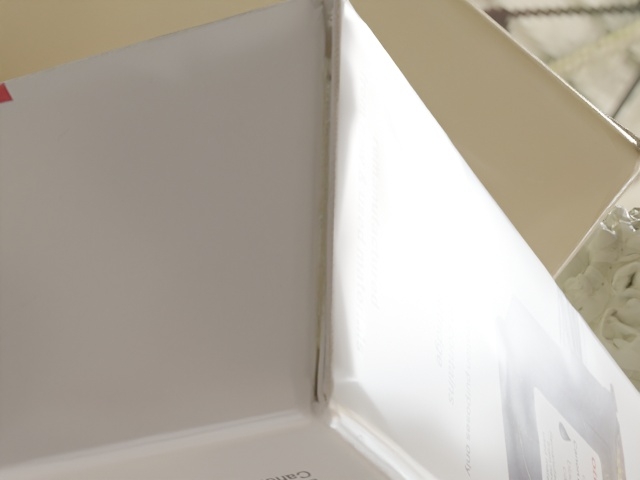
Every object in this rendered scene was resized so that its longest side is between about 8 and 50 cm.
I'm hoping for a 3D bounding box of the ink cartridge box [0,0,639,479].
[{"bbox_3d":[-0.022,0.062,0.454,0.237,0.172,0.100,47,-143,-50],"label":"ink cartridge box"}]

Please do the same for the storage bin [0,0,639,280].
[{"bbox_3d":[-0.052,-0.089,0.649,0.262,0.123,0.260,35,-173,-29],"label":"storage bin"}]

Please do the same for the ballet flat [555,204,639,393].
[{"bbox_3d":[0.043,0.075,0.730,0.147,0.147,0.409,41,-120,15],"label":"ballet flat"}]
